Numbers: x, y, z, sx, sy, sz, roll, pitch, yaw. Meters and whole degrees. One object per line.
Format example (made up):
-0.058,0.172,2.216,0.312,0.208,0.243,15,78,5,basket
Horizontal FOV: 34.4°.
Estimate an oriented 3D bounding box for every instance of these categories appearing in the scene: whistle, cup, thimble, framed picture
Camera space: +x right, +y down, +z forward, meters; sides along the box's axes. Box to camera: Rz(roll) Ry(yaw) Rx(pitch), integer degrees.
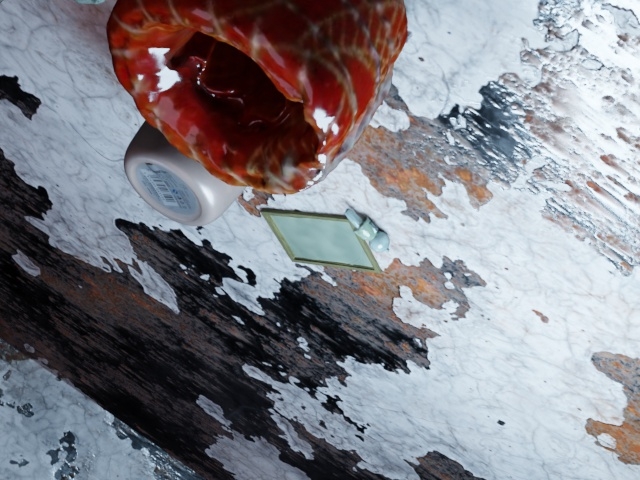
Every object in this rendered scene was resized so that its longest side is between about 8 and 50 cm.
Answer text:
0.077,-0.015,1.690,0.100,0.035,0.035,43,149,-13,whistle
-0.181,-0.161,1.559,0.191,0.200,0.253,26,149,13,cup
-0.081,-0.245,1.316,0.350,0.231,0.350,25,149,16,thimble
0.000,0.000,1.810,0.201,0.010,0.136,7,142,38,framed picture

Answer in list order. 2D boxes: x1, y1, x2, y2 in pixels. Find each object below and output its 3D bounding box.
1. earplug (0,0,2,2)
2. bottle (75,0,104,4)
-0.542,-0.445,1.339,0.312,0.313,0.394,31,170,4,earplug
-0.354,-0.451,1.419,0.083,0.083,0.270,16,145,27,bottle
